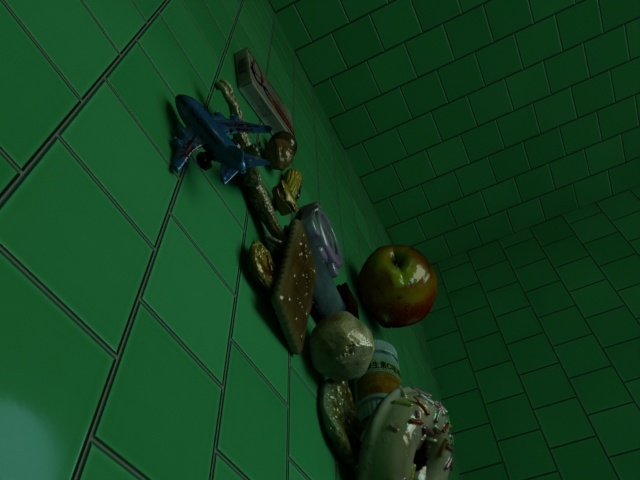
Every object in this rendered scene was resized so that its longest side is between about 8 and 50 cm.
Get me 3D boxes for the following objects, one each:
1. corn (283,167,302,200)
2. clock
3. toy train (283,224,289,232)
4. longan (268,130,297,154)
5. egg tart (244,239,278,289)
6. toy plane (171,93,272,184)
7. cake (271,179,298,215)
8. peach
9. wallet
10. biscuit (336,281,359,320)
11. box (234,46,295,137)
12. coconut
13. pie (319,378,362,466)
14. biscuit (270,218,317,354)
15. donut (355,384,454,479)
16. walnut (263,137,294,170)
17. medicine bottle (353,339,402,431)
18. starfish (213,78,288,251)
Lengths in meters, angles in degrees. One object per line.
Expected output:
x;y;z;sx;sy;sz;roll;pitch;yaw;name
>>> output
-0.100;-0.191;1.890;0.072;0.072;0.203;61;15;-25;corn
0.000;0.000;1.928;0.227;0.090;0.247;-75;142;-68;clock
-0.085;0.001;1.694;0.103;0.044;0.064;56;23;-37;toy train
-0.135;-0.327;1.920;0.106;0.106;0.119;-98;-157;-47;longan
-0.146;0.065;1.334;0.130;0.052;0.130;58;16;-28;egg tart
-0.244;-0.233;1.222;0.271;0.254;0.105;43;-34;26;toy plane
-0.123;-0.138;1.660;0.116;0.080;0.185;58;7;-24;cake
0.332;0.206;2.391;0.370;0.370;0.370;60;15;-29;peach
-0.016;0.126;1.678;0.378;0.046;0.190;62;29;-27;wallet
0.085;0.257;1.878;0.252;0.070;0.106;-92;157;-57;biscuit
-0.200;-0.518;2.036;0.353;0.069;0.214;49;23;-49;box
0.057;0.289;1.478;0.194;0.195;0.194;60;15;-29;coconut
0.060;0.482;1.458;0.240;0.054;0.240;-21;90;-76;pie
-0.059;0.114;1.428;0.324;0.044;0.217;-78;157;-51;biscuit
0.240;0.586;1.460;0.383;0.143;0.382;-3;94;-53;donut
-0.138;-0.284;1.816;0.105;0.105;0.124;53;27;-47;walnut
0.182;0.473;1.720;0.158;0.158;0.318;61;16;-27;medicine bottle
-0.184;-0.190;1.453;0.324;0.083;0.431;-115;-171;-59;starfish
